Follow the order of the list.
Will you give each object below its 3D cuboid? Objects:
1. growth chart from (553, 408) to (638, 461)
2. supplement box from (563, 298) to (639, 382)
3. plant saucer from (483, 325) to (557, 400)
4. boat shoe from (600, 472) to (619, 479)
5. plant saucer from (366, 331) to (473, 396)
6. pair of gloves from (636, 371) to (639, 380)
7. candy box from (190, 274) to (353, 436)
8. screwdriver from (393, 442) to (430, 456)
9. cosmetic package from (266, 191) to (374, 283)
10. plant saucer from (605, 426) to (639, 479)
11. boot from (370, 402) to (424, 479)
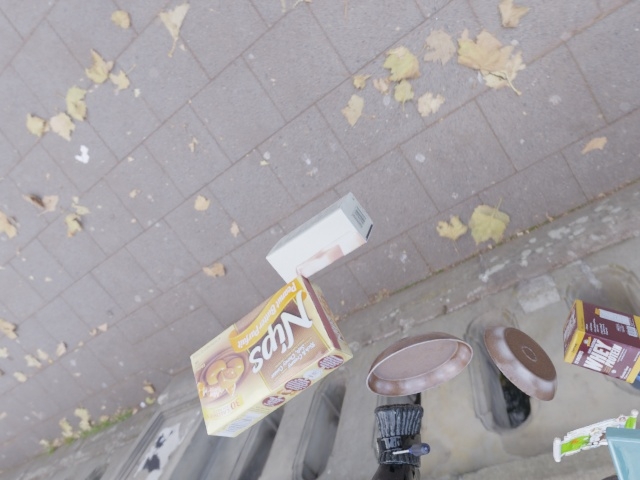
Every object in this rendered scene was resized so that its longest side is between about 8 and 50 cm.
[{"bbox_3d":[0.744,0.535,1.216,0.237,0.021,0.172,-27,129,13],"label":"growth chart"},{"bbox_3d":[0.903,0.316,1.432,0.194,0.191,0.129,16,121,20],"label":"supplement box"},{"bbox_3d":[0.463,0.265,1.013,0.198,0.199,0.036,33,121,-3],"label":"plant saucer"},{"bbox_3d":[0.915,0.894,1.503,0.130,0.132,0.356,1,125,-11],"label":"boat shoe"},{"bbox_3d":[0.148,0.187,0.686,0.168,0.029,0.169,-8,138,-7],"label":"plant saucer"},{"bbox_3d":[1.233,0.487,1.607,0.198,0.023,0.159,-10,119,36],"label":"pair of gloves"},{"bbox_3d":[-0.110,0.239,0.920,0.316,0.183,0.087,-36,143,11],"label":"candy box"},{"bbox_3d":[0.174,0.424,0.895,0.024,0.025,0.170,48,147,13],"label":"screwdriver"},{"bbox_3d":[0.000,0.000,1.353,0.296,0.153,0.129,-31,104,28],"label":"cosmetic package"},{"bbox_3d":[0.347,0.292,0.449,0.067,0.018,0.192,-34,63,58],"label":"plant saucer"},{"bbox_3d":[0.188,0.584,1.200,0.131,0.348,0.261,-2,80,25],"label":"boot"}]
